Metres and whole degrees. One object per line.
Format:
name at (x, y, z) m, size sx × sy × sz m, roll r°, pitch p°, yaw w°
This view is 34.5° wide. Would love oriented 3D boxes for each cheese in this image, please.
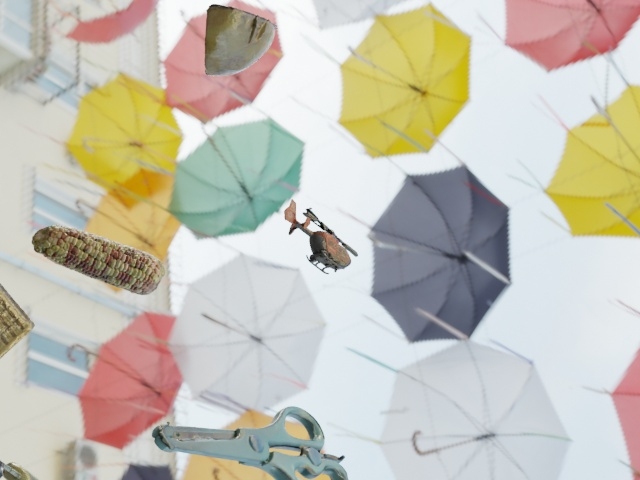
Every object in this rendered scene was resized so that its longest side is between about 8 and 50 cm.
cheese at (-0.571, 0.441, 1.936) m, size 0.097 × 0.192 × 0.037 m, roll 26°, pitch -112°, yaw 18°

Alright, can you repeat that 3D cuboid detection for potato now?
potato at (-0.137, -0.314, 1.713) m, size 0.261 × 0.120 × 0.100 m, roll -155°, pitch -107°, yaw -85°

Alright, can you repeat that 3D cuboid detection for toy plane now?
toy plane at (0.000, 0.000, 1.463) m, size 0.037 × 0.145 × 0.060 m, roll -19°, pitch -139°, yaw 47°

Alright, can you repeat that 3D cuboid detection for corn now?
corn at (-0.415, 0.032, 1.936) m, size 0.086 × 0.253 × 0.086 m, roll -48°, pitch -151°, yaw 38°

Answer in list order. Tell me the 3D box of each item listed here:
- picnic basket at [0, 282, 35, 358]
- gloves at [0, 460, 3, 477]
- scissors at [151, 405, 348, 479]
picnic basket at (-0.679, 0.152, 1.760) m, size 0.313 × 0.175 × 0.228 m, roll -8°, pitch -148°, yaw 49°
gloves at (-0.595, 0.360, 1.436) m, size 0.301 × 0.197 × 0.152 m, roll -22°, pitch -126°, yaw -24°
scissors at (-0.096, 0.315, 1.527) m, size 0.032 × 0.393 × 0.180 m, roll -42°, pitch -127°, yaw 24°
